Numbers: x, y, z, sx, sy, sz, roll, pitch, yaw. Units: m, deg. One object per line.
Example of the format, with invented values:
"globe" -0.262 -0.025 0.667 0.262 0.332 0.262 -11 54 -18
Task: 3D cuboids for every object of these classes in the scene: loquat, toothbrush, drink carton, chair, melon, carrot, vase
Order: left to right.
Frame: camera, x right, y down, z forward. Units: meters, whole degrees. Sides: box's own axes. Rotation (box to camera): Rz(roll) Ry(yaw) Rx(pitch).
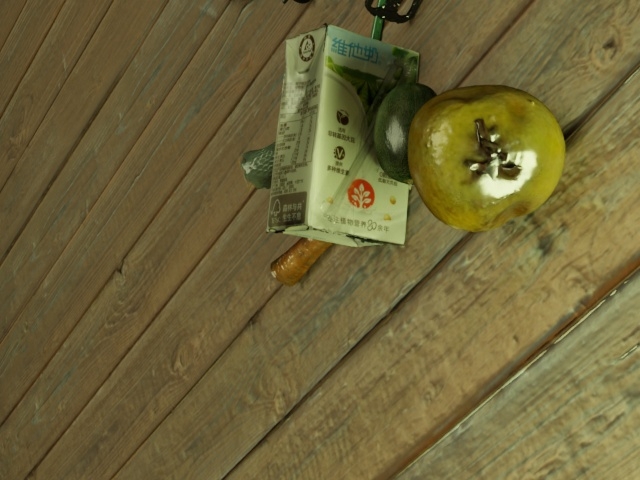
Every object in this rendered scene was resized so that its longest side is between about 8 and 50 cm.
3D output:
"vase" -0.070 -0.157 2.188 0.148 0.081 0.081 -31 56 44
"carrot" 0.000 0.000 2.072 0.224 0.057 0.057 -42 49 35
"drink carton" 0.036 -0.154 1.921 0.132 0.194 0.325 -5 77 53
"toothbrush" 0.106 -0.416 2.045 0.024 0.018 0.257 10 89 59
"chair" 0.136 -0.476 1.940 0.229 0.106 0.113 -58 40 27
"melon" 0.139 -0.157 1.843 0.114 0.114 0.167 -19 63 52
"loquat" 0.224 -0.109 1.633 0.213 0.213 0.213 -20 65 52

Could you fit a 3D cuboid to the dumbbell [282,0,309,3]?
"dumbbell" -0.028 -0.478 2.215 0.147 0.069 0.069 -39 51 45
